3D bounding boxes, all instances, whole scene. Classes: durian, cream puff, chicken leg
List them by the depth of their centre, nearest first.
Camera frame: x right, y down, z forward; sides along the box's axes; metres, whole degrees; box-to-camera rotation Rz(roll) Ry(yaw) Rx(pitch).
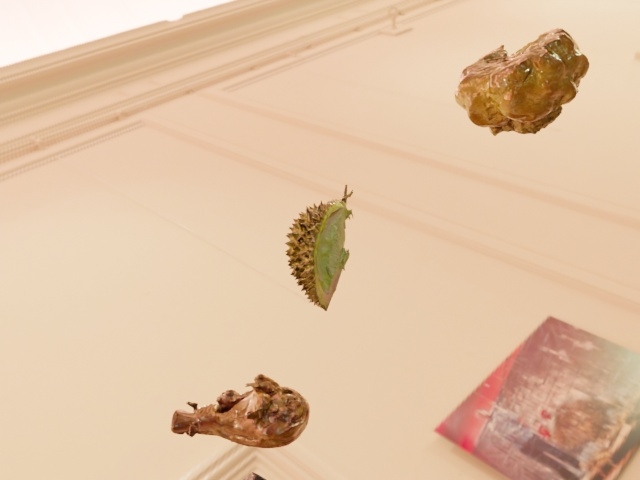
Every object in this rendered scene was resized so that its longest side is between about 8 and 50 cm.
[{"bbox_3d":[-0.120,0.256,0.972,0.085,0.207,0.101,-86,-11,-45],"label":"chicken leg"},{"bbox_3d":[0.000,0.000,1.061,0.100,0.086,0.215,19,-104,-37],"label":"durian"},{"bbox_3d":[0.436,-0.324,1.416,0.282,0.281,0.185,-39,-69,-29],"label":"cream puff"}]

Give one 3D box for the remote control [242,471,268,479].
[{"bbox_3d":[-0.004,0.398,0.933,0.245,0.063,0.025,33,-123,-9],"label":"remote control"}]
